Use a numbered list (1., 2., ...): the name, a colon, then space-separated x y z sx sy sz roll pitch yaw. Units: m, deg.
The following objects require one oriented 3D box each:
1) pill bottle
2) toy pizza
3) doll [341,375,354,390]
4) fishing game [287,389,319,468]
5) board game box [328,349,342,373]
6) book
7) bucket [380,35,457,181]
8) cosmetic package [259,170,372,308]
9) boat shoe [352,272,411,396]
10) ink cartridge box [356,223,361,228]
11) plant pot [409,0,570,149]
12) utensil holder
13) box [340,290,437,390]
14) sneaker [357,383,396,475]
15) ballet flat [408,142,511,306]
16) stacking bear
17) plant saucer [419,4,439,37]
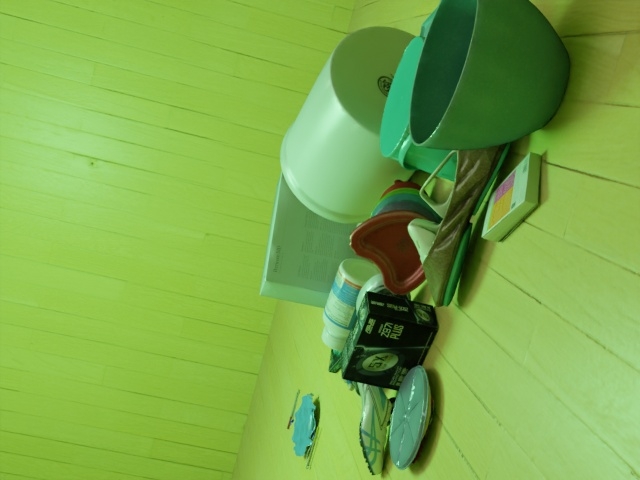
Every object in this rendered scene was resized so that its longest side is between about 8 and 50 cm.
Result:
1. pill bottle: 0.077 0.168 2.206 0.124 0.124 0.222 -95 20 -60
2. toy pizza: 0.179 0.342 1.669 0.201 0.032 0.201 -166 90 -81
3. doll: 0.089 0.315 2.168 0.189 0.046 0.129 120 162 -58
4. fishing game: -0.043 0.557 2.618 0.264 0.041 0.189 -143 66 -70
5. board game box: 0.064 0.282 2.408 0.186 0.026 0.126 121 161 -60
6. book: 0.318 -0.071 1.438 0.144 0.035 0.096 122 163 -61
7. bucket: 0.239 -0.253 1.675 0.281 0.183 0.281 -167 90 -80
8. cosmetic package: 0.000 0.000 2.393 0.097 0.284 0.377 118 163 -55
9. boat shoe: 0.135 0.217 1.907 0.119 0.121 0.335 -99 12 -47
10. ink cartridge box: 0.145 -0.045 2.277 0.150 0.063 0.109 114 165 -50
11. plant pot: 0.285 -0.272 1.407 0.290 0.195 0.290 -167 90 -80
12. utensil holder: 0.106 -0.266 2.047 0.385 0.327 0.328 124 157 -61
13. box: 0.136 0.206 1.755 0.078 0.147 0.180 -92 18 -58
14. sneaker: 0.122 0.377 1.837 0.085 0.086 0.237 50 -142 -84
15. ballet flat: 0.233 -0.049 1.578 0.116 0.124 0.343 -40 -31 -64
16. stacking bear: 0.177 -0.040 1.847 0.164 0.175 0.289 -37 14 19
17. plant saucer: 0.295 -0.565 2.258 0.192 0.018 0.067 151 132 -76
